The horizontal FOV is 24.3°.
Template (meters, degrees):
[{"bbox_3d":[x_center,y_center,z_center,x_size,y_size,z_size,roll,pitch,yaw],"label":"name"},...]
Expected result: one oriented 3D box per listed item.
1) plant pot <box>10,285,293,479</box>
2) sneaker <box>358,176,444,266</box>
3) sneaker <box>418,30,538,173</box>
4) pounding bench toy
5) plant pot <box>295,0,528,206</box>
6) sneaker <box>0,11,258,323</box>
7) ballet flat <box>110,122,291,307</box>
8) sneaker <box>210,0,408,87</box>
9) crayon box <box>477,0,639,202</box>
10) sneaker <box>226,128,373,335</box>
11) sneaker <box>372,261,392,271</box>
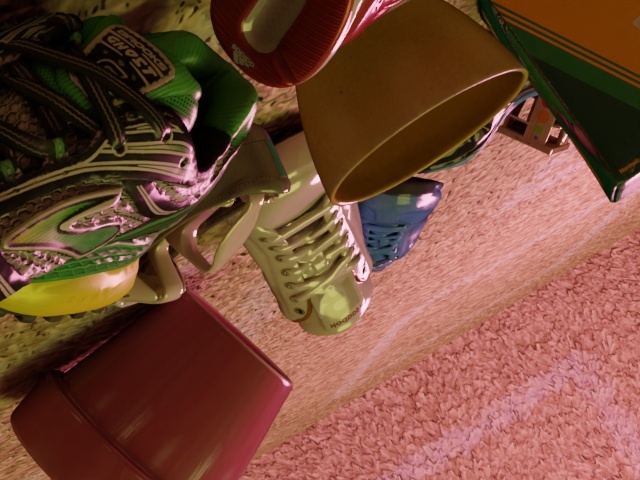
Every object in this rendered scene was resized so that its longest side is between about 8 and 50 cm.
[{"bbox_3d":[-0.128,0.146,1.253,0.180,0.201,0.201,-48,170,-3],"label":"plant pot"},{"bbox_3d":[0.057,-0.014,1.213,0.209,0.069,0.082,76,27,-88],"label":"sneaker"},{"bbox_3d":[0.124,-0.121,1.123,0.188,0.067,0.078,-35,148,20],"label":"sneaker"},{"bbox_3d":[0.182,-0.122,1.288,0.052,0.083,0.065,-18,130,-61],"label":"pounding bench toy"},{"bbox_3d":[0.037,-0.096,0.855,0.134,0.095,0.134,-32,170,-6],"label":"plant pot"},{"bbox_3d":[-0.139,-0.038,0.595,0.146,0.134,0.343,-45,175,21],"label":"sneaker"},{"bbox_3d":[-0.102,0.004,0.973,0.213,0.068,0.072,-39,168,31],"label":"ballet flat"},{"bbox_3d":[0.044,-0.169,0.669,0.221,0.087,0.128,-38,-177,38],"label":"sneaker"},{"bbox_3d":[0.265,-0.171,0.989,0.278,0.165,0.081,-34,169,2],"label":"crayon box"},{"bbox_3d":[0.000,0.000,1.111,0.106,0.123,0.290,-31,168,-2],"label":"sneaker"},{"bbox_3d":[0.053,-0.005,1.421,0.059,0.053,0.144,-39,169,21],"label":"sneaker"}]
